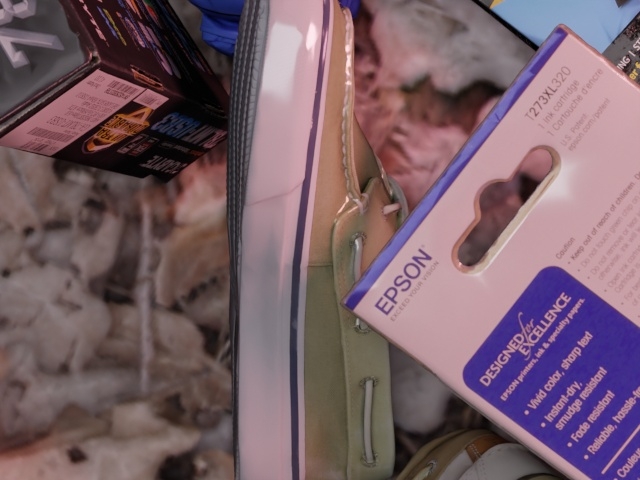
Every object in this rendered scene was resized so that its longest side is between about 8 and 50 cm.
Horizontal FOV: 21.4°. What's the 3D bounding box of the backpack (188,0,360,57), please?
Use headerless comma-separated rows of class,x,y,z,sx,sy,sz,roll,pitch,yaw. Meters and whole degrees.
backpack,-0.025,-0.147,0.920,0.098,0.120,0.101,2,88,9

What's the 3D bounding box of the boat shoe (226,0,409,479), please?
boat shoe,0.000,0.000,0.895,0.094,0.109,0.302,-2,119,-7

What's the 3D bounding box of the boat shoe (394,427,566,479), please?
boat shoe,0.026,0.235,0.909,0.302,0.113,0.103,-49,39,-2

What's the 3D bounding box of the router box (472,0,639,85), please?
router box,0.171,-0.176,0.926,0.133,0.046,0.179,39,94,9

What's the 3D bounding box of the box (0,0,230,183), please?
box,-0.167,-0.174,0.857,0.073,0.293,0.295,-33,84,6

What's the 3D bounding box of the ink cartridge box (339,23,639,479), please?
ink cartridge box,0.206,0.069,0.856,0.371,0.069,0.176,37,97,-9
